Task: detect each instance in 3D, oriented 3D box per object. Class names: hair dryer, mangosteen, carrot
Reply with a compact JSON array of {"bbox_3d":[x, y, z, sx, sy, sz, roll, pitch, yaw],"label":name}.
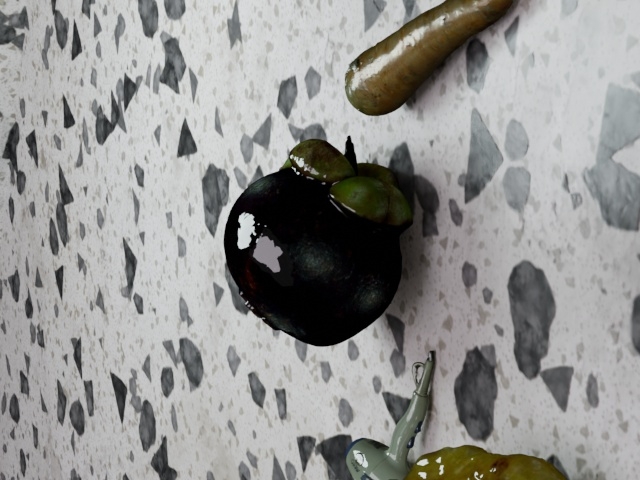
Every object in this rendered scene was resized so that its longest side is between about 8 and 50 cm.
[{"bbox_3d":[0.122,0.251,1.480,0.167,0.067,0.199,53,124,31],"label":"hair dryer"},{"bbox_3d":[0.000,0.000,1.493,0.243,0.243,0.243,15,108,59],"label":"mangosteen"},{"bbox_3d":[0.125,-0.217,1.372,0.298,0.078,0.078,-30,68,52],"label":"carrot"}]

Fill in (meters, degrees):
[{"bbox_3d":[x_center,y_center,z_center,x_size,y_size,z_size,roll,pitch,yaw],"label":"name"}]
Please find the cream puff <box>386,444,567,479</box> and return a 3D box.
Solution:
[{"bbox_3d":[0.150,0.339,1.257,0.185,0.282,0.282,49,164,-27],"label":"cream puff"}]
